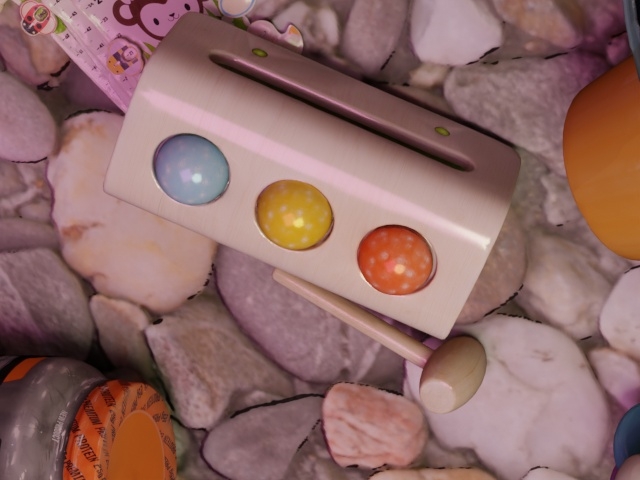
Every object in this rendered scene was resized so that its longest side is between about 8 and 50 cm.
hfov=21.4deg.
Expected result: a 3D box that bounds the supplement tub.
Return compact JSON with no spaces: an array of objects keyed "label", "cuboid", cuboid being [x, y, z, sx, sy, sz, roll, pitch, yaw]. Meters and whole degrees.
[{"label":"supplement tub","cuboid":[-0.294,0.192,1.434,0.316,0.193,0.193,0,117,19]}]

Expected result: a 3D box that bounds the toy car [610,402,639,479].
[{"label":"toy car","cuboid":[0.281,0.193,1.276,0.136,0.159,0.182,9,128,58]}]

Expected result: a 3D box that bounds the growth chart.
[{"label":"growth chart","cuboid":[-0.123,-0.155,1.290,0.237,0.021,0.172,43,121,-7]}]

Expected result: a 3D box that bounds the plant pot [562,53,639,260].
[{"label":"plant pot","cuboid":[0.270,-0.067,1.105,0.188,0.205,0.205,-19,110,43]}]

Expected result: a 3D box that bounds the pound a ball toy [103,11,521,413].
[{"label":"pound a ball toy","cuboid":[0.000,0.000,1.246,0.319,0.135,0.208,25,123,1]}]

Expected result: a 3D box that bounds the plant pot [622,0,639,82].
[{"label":"plant pot","cuboid":[0.351,-0.161,0.859,0.334,0.341,0.341,-3,120,-10]}]
